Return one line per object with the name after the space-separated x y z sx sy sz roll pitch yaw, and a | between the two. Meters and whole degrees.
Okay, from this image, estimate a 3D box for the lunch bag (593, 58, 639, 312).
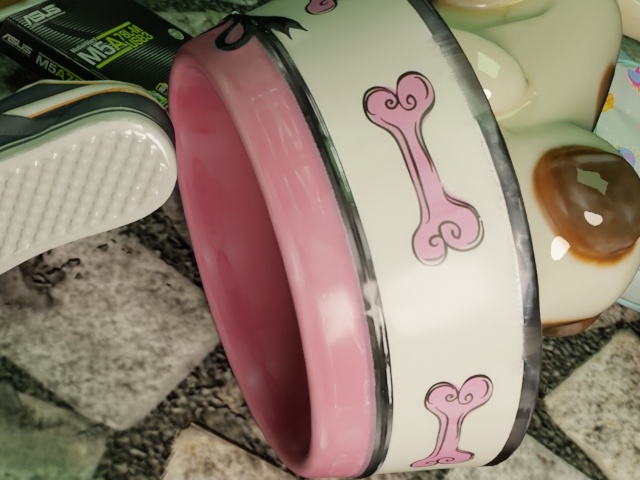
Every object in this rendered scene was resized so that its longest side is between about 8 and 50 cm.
0.369 -0.063 1.163 0.224 0.108 0.279 19 63 -8 | lunch bag

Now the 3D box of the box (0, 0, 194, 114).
-0.206 -0.192 1.052 0.184 0.045 0.190 34 31 2 | box

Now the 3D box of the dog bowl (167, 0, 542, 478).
0.000 0.000 0.786 0.150 0.408 0.408 -16 59 -17 | dog bowl

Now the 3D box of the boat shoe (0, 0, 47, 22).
-0.398 -0.220 0.938 0.156 0.135 0.367 31 35 28 | boat shoe

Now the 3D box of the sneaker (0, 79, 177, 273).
-0.271 -0.044 0.826 0.321 0.126 0.127 -14 31 0 | sneaker

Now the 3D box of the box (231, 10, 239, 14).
-0.087 -0.120 1.031 0.136 0.037 0.225 51 36 -32 | box

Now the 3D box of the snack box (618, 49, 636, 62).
0.340 -0.219 1.352 0.174 0.070 0.207 -28 70 -40 | snack box

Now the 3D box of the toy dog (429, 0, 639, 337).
0.189 -0.097 1.020 0.396 0.284 0.407 4 54 -12 | toy dog
